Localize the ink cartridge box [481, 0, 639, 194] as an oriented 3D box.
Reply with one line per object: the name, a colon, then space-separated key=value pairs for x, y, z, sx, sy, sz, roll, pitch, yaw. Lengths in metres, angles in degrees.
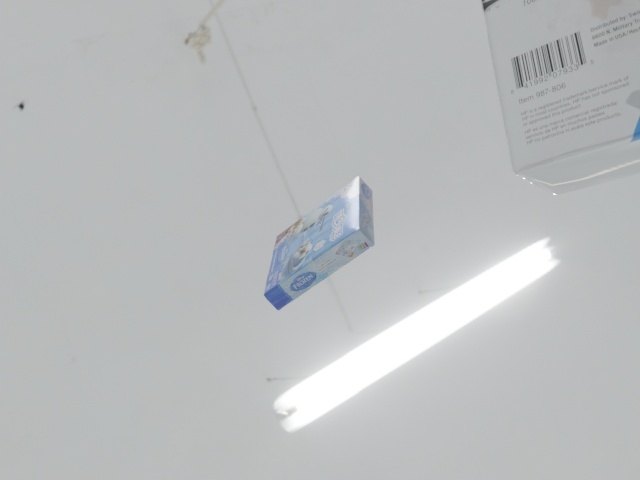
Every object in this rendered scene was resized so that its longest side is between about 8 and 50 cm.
ink cartridge box: x=0.363 y=-0.290 z=0.864 sx=0.166 sy=0.285 sz=0.395 roll=12 pitch=-113 yaw=-53

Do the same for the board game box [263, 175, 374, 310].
board game box: x=0.000 y=0.000 z=0.535 sx=0.020 sy=0.090 sz=0.090 roll=48 pitch=-159 yaw=-20
